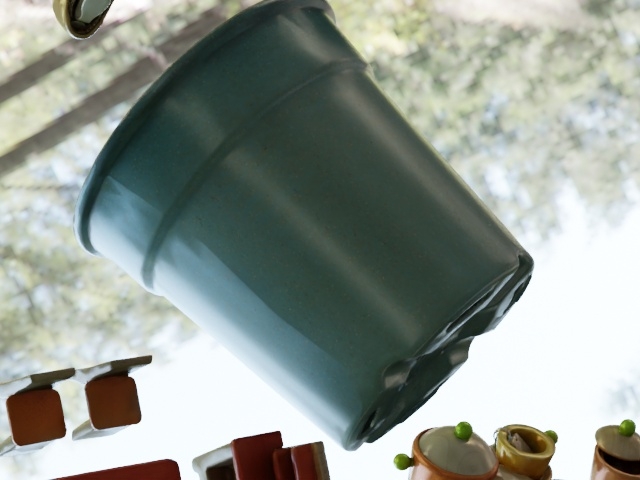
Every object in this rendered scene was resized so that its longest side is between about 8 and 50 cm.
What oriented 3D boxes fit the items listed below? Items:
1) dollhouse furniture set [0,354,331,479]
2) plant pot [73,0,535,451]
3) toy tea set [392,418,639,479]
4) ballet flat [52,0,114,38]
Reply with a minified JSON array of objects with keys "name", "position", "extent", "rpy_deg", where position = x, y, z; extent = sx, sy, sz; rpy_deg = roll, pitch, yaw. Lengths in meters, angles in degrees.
[{"name":"dollhouse furniture set","position":[-0.132,0.224,1.356],"extent":[0.259,0.135,0.262],"rpy_deg":[-6,-98,-37]},{"name":"plant pot","position":[0.000,0.000,1.555],"extent":[0.334,0.341,0.341],"rpy_deg":[45,-163,15]},{"name":"toy tea set","position":[0.238,0.249,1.790],"extent":[0.200,0.124,0.336],"rpy_deg":[31,-148,31]},{"name":"ballet flat","position":[-0.232,-0.328,1.858],"extent":[0.080,0.232,0.073],"rpy_deg":[15,-149,-28]}]
